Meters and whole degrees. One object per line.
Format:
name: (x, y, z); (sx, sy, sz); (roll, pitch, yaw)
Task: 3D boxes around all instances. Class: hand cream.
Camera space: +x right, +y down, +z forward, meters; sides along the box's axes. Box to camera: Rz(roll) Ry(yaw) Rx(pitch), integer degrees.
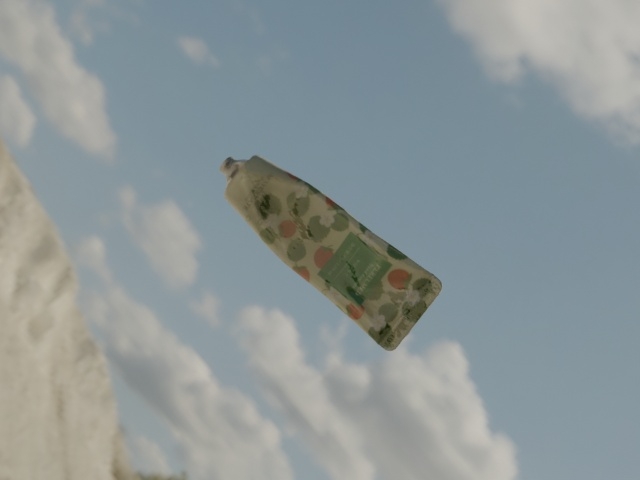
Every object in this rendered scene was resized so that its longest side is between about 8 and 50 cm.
hand cream: (0.000, 0.000, 1.007); (0.165, 0.057, 0.037); (39, 3, 13)
